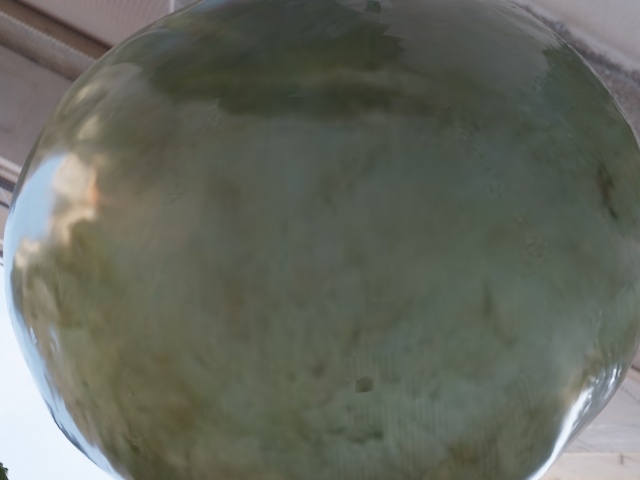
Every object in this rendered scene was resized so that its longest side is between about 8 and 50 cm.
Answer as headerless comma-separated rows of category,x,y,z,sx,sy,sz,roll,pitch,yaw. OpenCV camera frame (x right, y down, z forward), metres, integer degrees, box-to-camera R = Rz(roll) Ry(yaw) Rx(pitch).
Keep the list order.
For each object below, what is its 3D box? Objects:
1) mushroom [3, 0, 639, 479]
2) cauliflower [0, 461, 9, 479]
mushroom,0.000,0.000,0.479,0.352,0.260,0.352,-6,-141,5
cauliflower,-0.549,0.416,1.259,0.250,0.275,0.272,-43,-70,9
